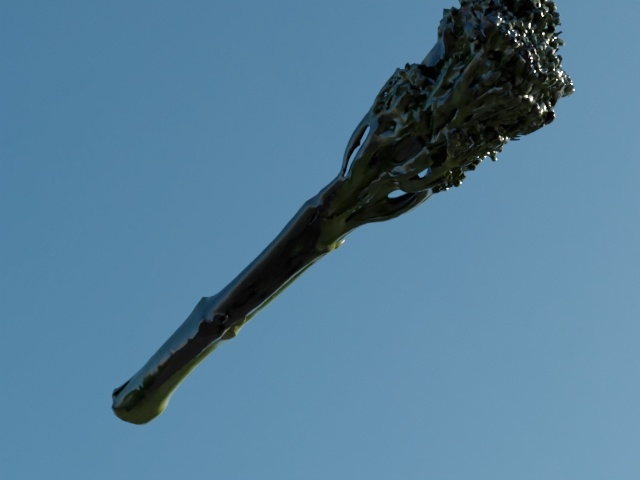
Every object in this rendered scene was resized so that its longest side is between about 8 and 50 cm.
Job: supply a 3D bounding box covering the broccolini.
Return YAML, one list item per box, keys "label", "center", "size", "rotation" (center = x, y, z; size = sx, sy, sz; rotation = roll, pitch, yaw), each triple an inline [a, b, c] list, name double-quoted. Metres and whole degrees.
- label: "broccolini"
  center: [0.000, 0.000, 0.587]
  size: [0.054, 0.051, 0.239]
  rotation: [13, -47, -43]
